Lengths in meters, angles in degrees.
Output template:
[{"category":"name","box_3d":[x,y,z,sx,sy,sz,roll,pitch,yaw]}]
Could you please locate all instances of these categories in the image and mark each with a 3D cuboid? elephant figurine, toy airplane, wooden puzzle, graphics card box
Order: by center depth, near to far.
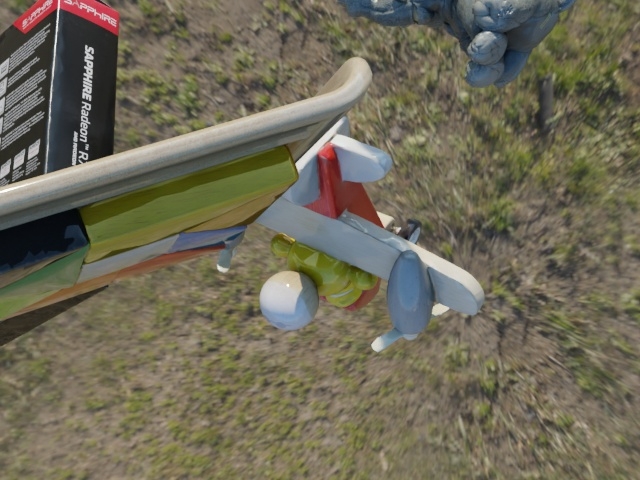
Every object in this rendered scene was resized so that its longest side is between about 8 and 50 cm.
[{"category":"wooden puzzle","box_3d":[-0.102,-0.005,0.523,0.239,0.221,0.044,-24,86,-21]},{"category":"graphics card box","box_3d":[-0.338,-0.086,1.177,0.233,0.094,0.370,-26,55,38]},{"category":"elephant figurine","box_3d":[0.178,-0.323,1.334,0.239,0.186,0.169,45,125,30]},{"category":"toy airplane","box_3d":[0.000,0.000,1.449,0.384,0.386,0.272,36,75,-21]}]
